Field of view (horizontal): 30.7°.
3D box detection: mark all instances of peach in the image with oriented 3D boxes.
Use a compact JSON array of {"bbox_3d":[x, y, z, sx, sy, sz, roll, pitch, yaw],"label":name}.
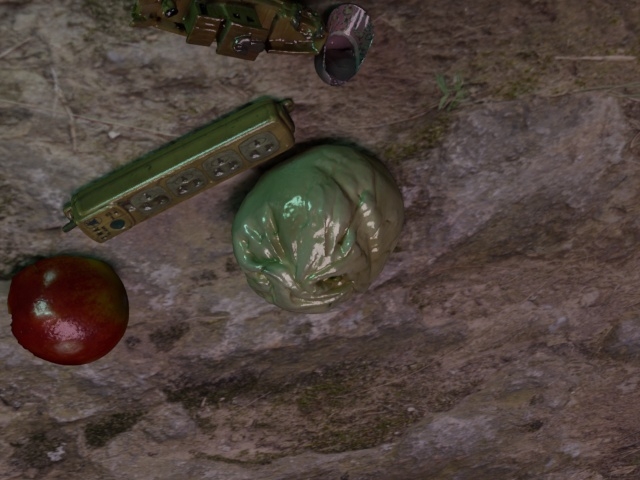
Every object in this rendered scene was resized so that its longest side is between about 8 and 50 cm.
[{"bbox_3d":[-0.301,0.085,1.410,0.151,0.151,0.118,-16,-170,-5],"label":"peach"}]

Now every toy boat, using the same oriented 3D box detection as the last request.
[{"bbox_3d":[-0.088,-0.211,1.130,0.206,0.072,0.064,2,138,-30],"label":"toy boat"}]

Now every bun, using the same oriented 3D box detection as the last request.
[{"bbox_3d":[0.000,0.000,1.407,0.229,0.145,0.229,-11,142,-9],"label":"bun"}]

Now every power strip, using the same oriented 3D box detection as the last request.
[{"bbox_3d":[-0.160,-0.074,1.309,0.305,0.044,0.064,-25,146,9],"label":"power strip"}]

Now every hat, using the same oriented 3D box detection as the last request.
[{"bbox_3d":[0.020,-0.207,1.226,0.058,0.042,0.087,-3,108,-28],"label":"hat"}]
